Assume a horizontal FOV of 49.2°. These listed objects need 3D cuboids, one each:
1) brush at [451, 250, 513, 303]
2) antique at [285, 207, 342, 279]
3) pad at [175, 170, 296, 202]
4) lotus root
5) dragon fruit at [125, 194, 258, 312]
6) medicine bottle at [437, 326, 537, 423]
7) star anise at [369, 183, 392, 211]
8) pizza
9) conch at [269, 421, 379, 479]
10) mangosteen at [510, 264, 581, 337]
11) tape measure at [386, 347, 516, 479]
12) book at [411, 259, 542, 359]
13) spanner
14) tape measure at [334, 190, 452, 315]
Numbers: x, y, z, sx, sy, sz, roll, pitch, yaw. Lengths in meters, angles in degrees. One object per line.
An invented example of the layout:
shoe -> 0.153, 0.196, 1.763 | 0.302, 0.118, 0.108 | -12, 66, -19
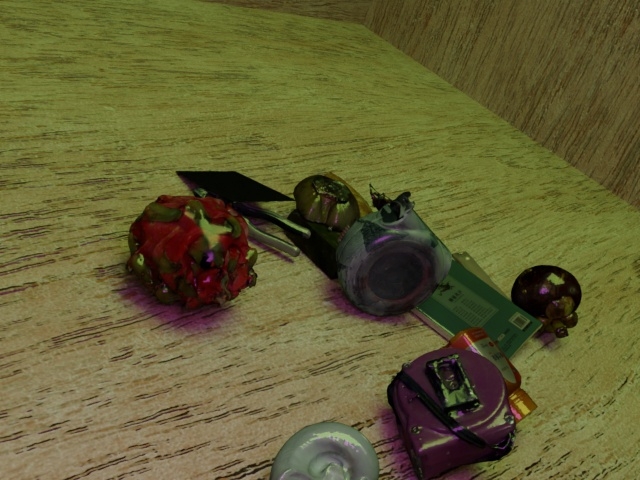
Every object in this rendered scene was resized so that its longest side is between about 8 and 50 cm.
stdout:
brush -> 0.476, 0.145, 1.985 | 0.060, 0.050, 0.321 | -9, 42, -25
antique -> 0.000, 0.000, 1.830 | 0.080, 0.081, 0.221 | -9, 44, -46
pad -> -0.230, -0.146, 1.879 | 0.202, 0.005, 0.300 | -5, 22, -41
lotus root -> 0.026, -0.114, 1.865 | 0.183, 0.078, 0.203 | 1, 42, -28
dragon fruit -> -0.272, 0.020, 1.456 | 0.303, 0.237, 0.231 | 25, 6, 22
medicine bottle -> 0.366, 0.307, 1.544 | 0.222, 0.112, 0.149 | 52, 21, 20
star anise -> 0.215, -0.046, 2.050 | 0.272, 0.102, 0.272 | 47, 9, -10
pizza -> 0.082, -0.085, 2.027 | 0.268, 0.087, 0.258 | 32, 29, 11
conch -> 0.004, 0.399, 1.145 | 0.221, 0.121, 0.185 | -16, 52, -41
mangosteen -> 0.630, 0.177, 1.937 | 0.192, 0.192, 0.217 | 13, 54, -21
tape measure -> 0.258, 0.330, 1.365 | 0.232, 0.149, 0.245 | -19, 40, -7
book -> 0.368, 0.168, 1.840 | 0.379, 0.031, 0.264 | 38, 43, 23
spanner -> -0.184, -0.058, 1.793 | 0.325, 0.040, 0.095 | 27, 58, 8
tape measure -> 0.172, 0.046, 1.690 | 0.256, 0.275, 0.147 | 45, 13, -30
